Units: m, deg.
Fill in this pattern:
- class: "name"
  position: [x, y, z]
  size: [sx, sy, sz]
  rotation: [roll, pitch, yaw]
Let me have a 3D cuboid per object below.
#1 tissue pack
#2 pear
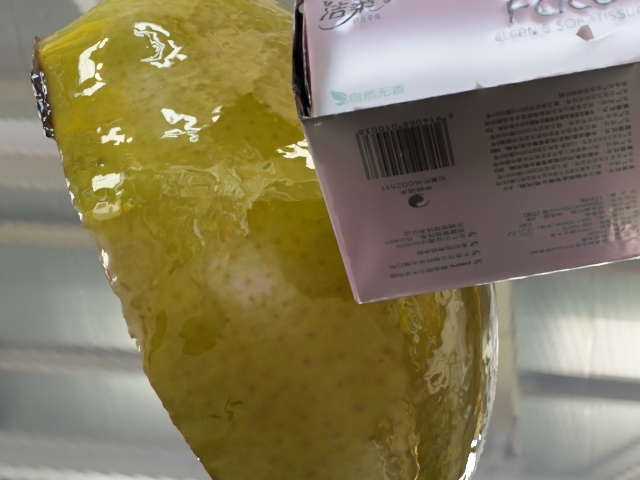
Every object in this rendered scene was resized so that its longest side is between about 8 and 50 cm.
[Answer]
- class: "tissue pack"
  position: [0.119, -0.062, 0.814]
  size: [0.246, 0.092, 0.148]
  rotation: [-10, -40, 6]
- class: "pear"
  position: [0.000, 0.000, 1.050]
  size: [0.191, 0.340, 0.386]
  rotation: [-26, -88, 11]
